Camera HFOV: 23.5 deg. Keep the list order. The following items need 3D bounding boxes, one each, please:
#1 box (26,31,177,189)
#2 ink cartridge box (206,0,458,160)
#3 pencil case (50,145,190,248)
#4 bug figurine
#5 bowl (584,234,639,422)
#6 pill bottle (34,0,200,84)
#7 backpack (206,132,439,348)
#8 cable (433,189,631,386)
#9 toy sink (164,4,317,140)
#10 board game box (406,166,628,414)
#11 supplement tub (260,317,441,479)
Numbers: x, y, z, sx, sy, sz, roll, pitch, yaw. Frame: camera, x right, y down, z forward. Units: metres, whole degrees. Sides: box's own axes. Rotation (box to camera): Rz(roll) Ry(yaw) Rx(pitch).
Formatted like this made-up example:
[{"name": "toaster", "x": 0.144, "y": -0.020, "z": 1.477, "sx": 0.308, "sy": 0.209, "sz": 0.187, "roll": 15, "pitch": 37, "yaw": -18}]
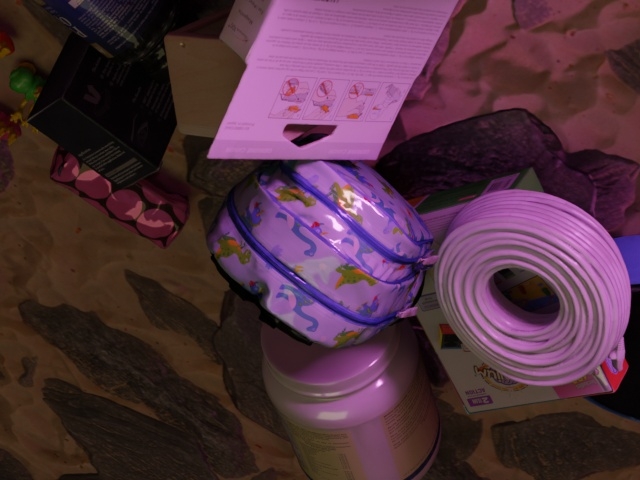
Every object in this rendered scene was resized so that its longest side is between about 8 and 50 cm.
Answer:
[{"name": "box", "x": -0.264, "y": -0.179, "z": 1.959, "sx": 0.158, "sy": 0.156, "sz": 0.093, "roll": 38, "pitch": 142, "yaw": -25}, {"name": "ink cartridge box", "x": 0.006, "y": -0.201, "z": 1.668, "sx": 0.275, "sy": 0.060, "sz": 0.239, "roll": -2, "pitch": 129, "yaw": -46}, {"name": "pencil case", "x": -0.279, "y": -0.075, "z": 2.173, "sx": 0.209, "sy": 0.095, "sz": 0.098, "roll": 32, "pitch": 127, "yaw": -23}, {"name": "bug figurine", "x": -0.467, "y": -0.209, "z": 2.083, "sx": 0.216, "sy": 0.072, "sz": 0.279, "roll": 32, "pitch": 139, "yaw": -30}, {"name": "bowl", "x": 0.492, "y": 0.140, "z": 2.125, "sx": 0.391, "sy": 0.077, "sz": 0.391, "roll": 12, "pitch": 145, "yaw": 9}, {"name": "pill bottle", "x": -0.245, "y": -0.287, "z": 1.829, "sx": 0.219, "sy": 0.123, "sz": 0.122, "roll": 38, "pitch": 141, "yaw": -26}, {"name": "backpack", "x": 0.000, "y": 0.000, "z": 1.887, "sx": 0.290, "sy": 0.355, "sz": 0.273, "roll": 46, "pitch": 117, "yaw": 6}, {"name": "cable", "x": 0.262, "y": 0.062, "z": 1.931, "sx": 0.257, "sy": 0.089, "sz": 0.257, "roll": 17, "pitch": 128, "yaw": 23}, {"name": "toy sink", "x": -0.045, "y": -0.214, "z": 1.789, "sx": 0.152, "sy": 0.234, "sz": 0.131, "roll": 10, "pitch": 118, "yaw": 36}, {"name": "board game box", "x": 0.239, "y": 0.076, "z": 2.063, "sx": 0.242, "sy": 0.064, "sz": 0.317, "roll": -14, "pitch": 112, "yaw": 38}, {"name": "supplement tub", "x": 0.045, "y": 0.221, "z": 2.300, "sx": 0.235, "sy": 0.235, "sz": 0.325, "roll": 4, "pitch": 143, "yaw": 19}]
